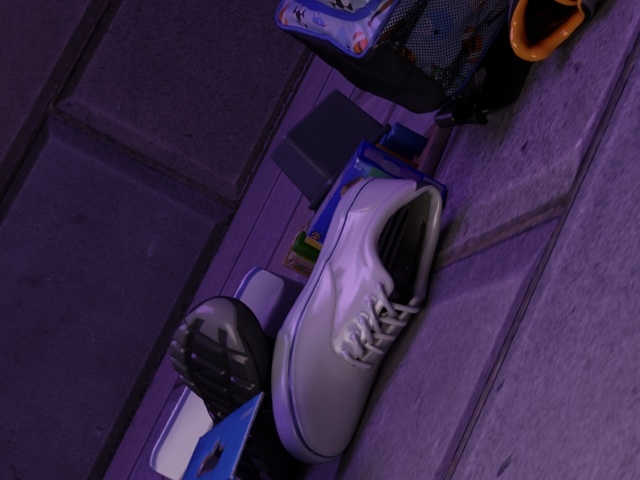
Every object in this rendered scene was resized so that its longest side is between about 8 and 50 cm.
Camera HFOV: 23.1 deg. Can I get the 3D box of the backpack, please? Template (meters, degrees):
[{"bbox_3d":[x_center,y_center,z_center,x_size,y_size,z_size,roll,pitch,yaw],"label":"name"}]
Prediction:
[{"bbox_3d":[0.087,-0.268,1.390,0.263,0.213,0.276,-51,33,-2],"label":"backpack"}]

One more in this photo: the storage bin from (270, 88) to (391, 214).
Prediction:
[{"bbox_3d":[0.009,-0.107,1.842,0.135,0.091,0.098,-44,-3,-33],"label":"storage bin"}]

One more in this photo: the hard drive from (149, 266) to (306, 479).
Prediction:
[{"bbox_3d":[-0.077,0.134,1.591,0.210,0.040,0.319,-62,-8,-1],"label":"hard drive"}]

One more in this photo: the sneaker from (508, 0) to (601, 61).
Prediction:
[{"bbox_3d":[0.203,-0.223,1.208,0.215,0.084,0.083,111,179,-50],"label":"sneaker"}]

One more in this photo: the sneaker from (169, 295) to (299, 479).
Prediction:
[{"bbox_3d":[-0.057,0.117,1.372,0.106,0.101,0.267,-49,-28,-25],"label":"sneaker"}]

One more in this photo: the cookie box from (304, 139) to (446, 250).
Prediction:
[{"bbox_3d":[0.050,-0.024,1.440,0.107,0.092,0.040,-58,6,33],"label":"cookie box"}]

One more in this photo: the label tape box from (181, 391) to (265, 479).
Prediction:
[{"bbox_3d":[-0.095,0.304,1.202,0.333,0.106,0.240,-65,8,-21],"label":"label tape box"}]

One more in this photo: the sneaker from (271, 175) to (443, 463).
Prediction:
[{"bbox_3d":[0.033,0.058,1.291,0.091,0.094,0.258,-11,58,53],"label":"sneaker"}]

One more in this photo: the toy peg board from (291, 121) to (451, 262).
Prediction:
[{"bbox_3d":[0.046,-0.045,1.579,0.161,0.079,0.160,-47,17,59],"label":"toy peg board"}]

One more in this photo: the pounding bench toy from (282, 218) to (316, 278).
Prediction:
[{"bbox_3d":[0.000,0.000,1.808,0.083,0.052,0.065,-64,8,-12],"label":"pounding bench toy"}]
